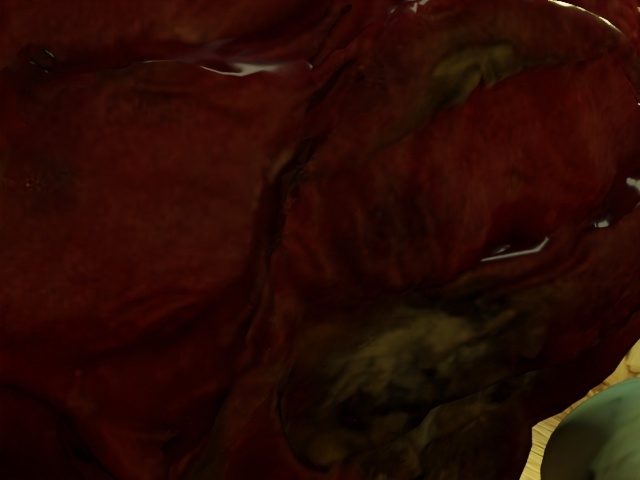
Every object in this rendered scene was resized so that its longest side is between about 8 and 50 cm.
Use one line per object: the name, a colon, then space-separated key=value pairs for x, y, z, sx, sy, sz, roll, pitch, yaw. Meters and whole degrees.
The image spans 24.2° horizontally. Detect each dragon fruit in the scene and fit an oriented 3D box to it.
dragon fruit: x=-0.041 y=-0.042 z=0.483 sx=0.329 sy=0.329 sz=0.329 roll=24 pitch=0 yaw=0

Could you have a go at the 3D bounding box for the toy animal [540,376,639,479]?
toy animal: x=0.185 y=0.122 z=0.503 sx=0.174 sy=0.249 sz=0.289 roll=-16 pitch=14 yaw=36
